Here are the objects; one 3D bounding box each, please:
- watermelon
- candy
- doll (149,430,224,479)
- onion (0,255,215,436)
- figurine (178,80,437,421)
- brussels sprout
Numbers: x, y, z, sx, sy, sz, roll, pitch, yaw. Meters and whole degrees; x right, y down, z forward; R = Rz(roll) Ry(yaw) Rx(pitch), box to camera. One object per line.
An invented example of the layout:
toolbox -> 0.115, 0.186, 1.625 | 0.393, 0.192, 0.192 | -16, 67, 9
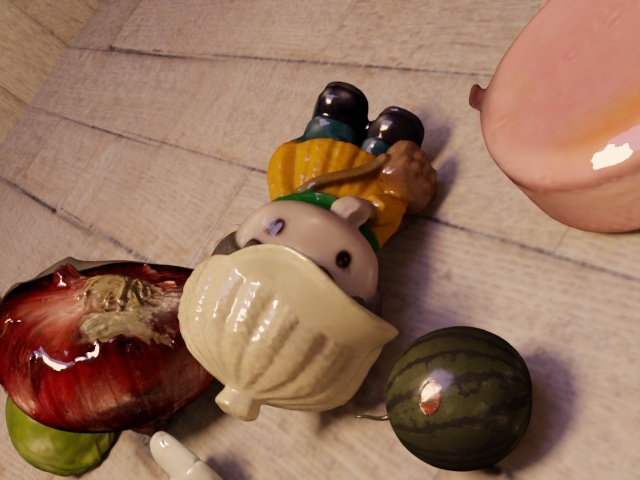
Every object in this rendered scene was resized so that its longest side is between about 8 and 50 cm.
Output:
watermelon -> 0.089, 0.118, 0.712 | 0.133, 0.105, 0.105 | -15, 44, 17
candy -> 0.239, -0.123, 0.771 | 0.255, 0.094, 0.255 | -33, 36, 29
doll -> -0.203, 0.294, 0.851 | 0.271, 0.144, 0.208 | -57, -13, -3
onion -> -0.216, 0.124, 1.043 | 0.272, 0.272, 0.195 | 28, 126, 58
figurine -> -0.004, 0.014, 0.910 | 0.332, 0.185, 0.205 | -64, -4, -52
brussels sprout -> -0.310, 0.191, 1.148 | 0.149, 0.122, 0.152 | -31, 39, 27
